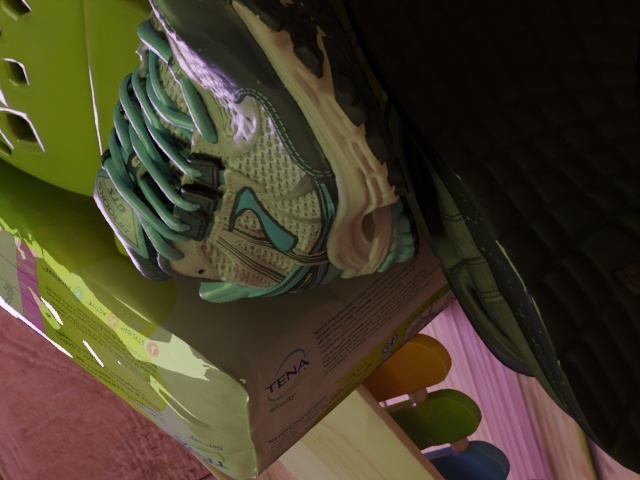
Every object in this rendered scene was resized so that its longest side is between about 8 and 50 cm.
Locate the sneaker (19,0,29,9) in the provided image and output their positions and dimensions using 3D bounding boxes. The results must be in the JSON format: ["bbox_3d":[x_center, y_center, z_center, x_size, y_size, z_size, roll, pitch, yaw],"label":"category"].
[{"bbox_3d":[-0.208,-0.207,1.121,0.344,0.134,0.146,78,-169,-53],"label":"sneaker"}]

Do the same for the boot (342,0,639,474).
[{"bbox_3d":[0.064,-0.065,0.600,0.223,0.118,0.338,-141,30,-76],"label":"boot"}]

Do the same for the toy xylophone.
[{"bbox_3d":[-0.004,0.114,0.967,0.236,0.081,0.323,-15,119,39],"label":"toy xylophone"}]

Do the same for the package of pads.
[{"bbox_3d":[-0.076,-0.017,0.799,0.296,0.229,0.101,31,143,29],"label":"package of pads"}]

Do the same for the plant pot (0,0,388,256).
[{"bbox_3d":[-0.074,-0.139,0.695,0.207,0.227,0.228,43,152,25],"label":"plant pot"}]

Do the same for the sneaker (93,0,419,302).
[{"bbox_3d":[-0.035,-0.030,0.535,0.283,0.122,0.110,63,-176,-68],"label":"sneaker"}]
